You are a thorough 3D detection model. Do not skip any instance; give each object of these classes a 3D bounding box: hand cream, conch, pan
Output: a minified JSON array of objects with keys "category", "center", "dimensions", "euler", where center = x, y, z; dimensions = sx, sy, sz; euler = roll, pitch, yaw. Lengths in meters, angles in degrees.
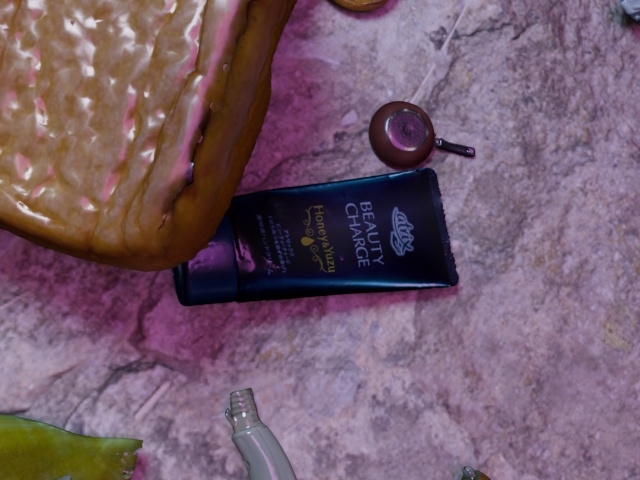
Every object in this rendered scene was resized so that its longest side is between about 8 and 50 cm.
[{"category":"hand cream","center":[0.000,0.000,0.701],"dimensions":[0.271,0.061,0.120],"euler":[-6,79,-25]},{"category":"conch","center":[-0.246,0.183,0.592],"dimensions":[0.201,0.079,0.094],"euler":[17,97,-23]},{"category":"pan","center":[0.104,-0.101,0.754],"dimensions":[0.115,0.023,0.068],"euler":[10,80,-15]}]

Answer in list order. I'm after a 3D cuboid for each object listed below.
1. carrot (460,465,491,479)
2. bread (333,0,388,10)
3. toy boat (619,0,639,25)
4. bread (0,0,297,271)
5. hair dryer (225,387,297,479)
[{"category":"carrot","center":[0.160,0.273,0.723],"dimensions":[0.035,0.035,0.142],"euler":[-23,97,-18]},{"category":"bread","center":[0.036,-0.278,0.754],"dimensions":[0.110,0.024,0.109],"euler":[2,84,-17]},{"category":"toy boat","center":[0.379,-0.284,0.840],"dimensions":[0.140,0.059,0.066],"euler":[-29,104,-17]},{"category":"bread","center":[-0.192,-0.167,0.581],"dimensions":[0.328,0.148,0.336],"euler":[17,91,5]},{"category":"hair dryer","center":[0.046,0.289,0.663],"dimensions":[0.296,0.119,0.298],"euler":[12,67,-21]}]
